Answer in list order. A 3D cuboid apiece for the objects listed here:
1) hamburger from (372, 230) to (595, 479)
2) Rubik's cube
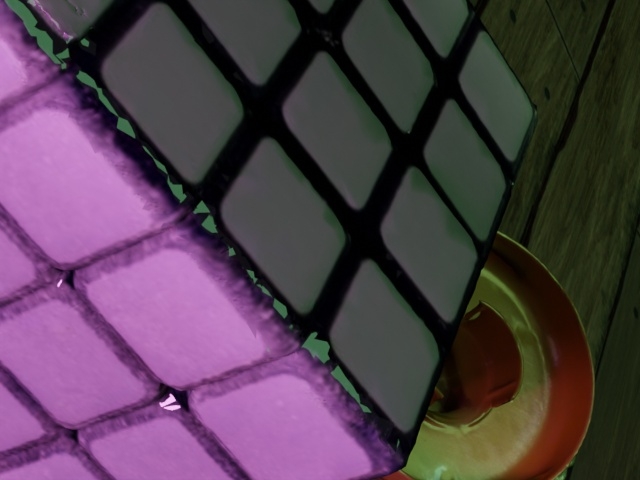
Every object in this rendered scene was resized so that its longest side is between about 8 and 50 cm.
[{"bbox_3d":[0.067,0.124,1.113,0.274,0.212,0.274,12,63,-24],"label":"hamburger"},{"bbox_3d":[-0.124,-0.056,0.787,0.344,0.344,0.337,51,40,-21],"label":"Rubik's cube"}]
